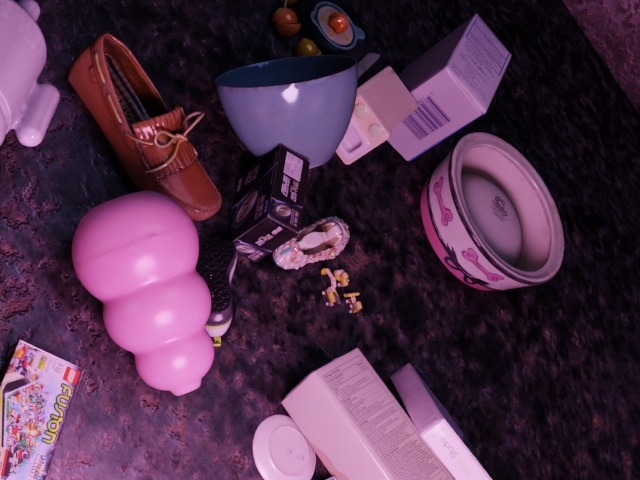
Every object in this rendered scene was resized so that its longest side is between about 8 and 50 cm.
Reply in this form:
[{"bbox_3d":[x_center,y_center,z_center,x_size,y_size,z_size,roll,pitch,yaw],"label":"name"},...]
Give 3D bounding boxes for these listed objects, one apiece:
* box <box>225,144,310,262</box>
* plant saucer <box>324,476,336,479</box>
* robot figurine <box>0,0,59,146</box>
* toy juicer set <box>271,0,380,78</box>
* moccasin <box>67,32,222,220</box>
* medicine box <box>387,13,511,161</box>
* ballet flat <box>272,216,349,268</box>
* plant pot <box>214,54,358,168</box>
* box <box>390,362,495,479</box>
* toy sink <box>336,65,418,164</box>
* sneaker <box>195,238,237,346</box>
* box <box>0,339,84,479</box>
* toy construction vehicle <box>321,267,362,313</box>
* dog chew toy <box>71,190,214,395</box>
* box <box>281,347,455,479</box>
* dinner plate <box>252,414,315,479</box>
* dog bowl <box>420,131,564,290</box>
[{"bbox_3d":[-0.103,-0.072,1.734,0.077,0.147,0.180,29,51,-28],"label":"box"},{"bbox_3d":[0.036,0.521,1.584,0.192,0.067,0.018,66,13,10],"label":"plant saucer"},{"bbox_3d":[-0.559,-0.257,1.383,0.300,0.200,0.353,25,51,-17],"label":"robot figurine"},{"bbox_3d":[0.026,-0.489,2.138,0.329,0.089,0.209,34,47,-24],"label":"toy juicer set"},{"bbox_3d":[-0.303,-0.205,1.627,0.139,0.147,0.380,-30,88,-47],"label":"moccasin"},{"bbox_3d":[0.301,-0.377,2.197,0.149,0.263,0.289,46,44,-14],"label":"medicine box"},{"bbox_3d":[0.000,0.000,1.839,0.241,0.077,0.091,-28,86,-48],"label":"ballet flat"},{"bbox_3d":[-0.058,-0.254,1.823,0.290,0.290,0.195,-33,123,-47],"label":"plant pot"},{"bbox_3d":[0.246,0.382,1.706,0.232,0.058,0.322,52,3,-12],"label":"box"},{"bbox_3d":[0.094,-0.274,2.030,0.131,0.153,0.234,53,42,-6],"label":"toy sink"},{"bbox_3d":[-0.194,0.095,1.619,0.084,0.097,0.235,-1,40,0],"label":"sneaker"},{"bbox_3d":[-0.436,0.262,1.314,0.114,0.036,0.207,31,49,-26],"label":"box"},{"bbox_3d":[0.045,0.103,1.851,0.086,0.035,0.098,-1,67,-43],"label":"toy construction vehicle"},{"bbox_3d":[-0.273,0.091,1.456,0.206,0.206,0.332,-20,89,-47],"label":"dog chew toy"},{"bbox_3d":[0.086,0.368,1.624,0.148,0.121,0.311,-19,68,-48],"label":"box"},{"bbox_3d":[-0.061,0.382,1.606,0.141,0.017,0.141,22,54,-34],"label":"dinner plate"},{"bbox_3d":[0.416,-0.056,2.202,0.408,0.150,0.408,22,53,-32],"label":"dog bowl"}]
